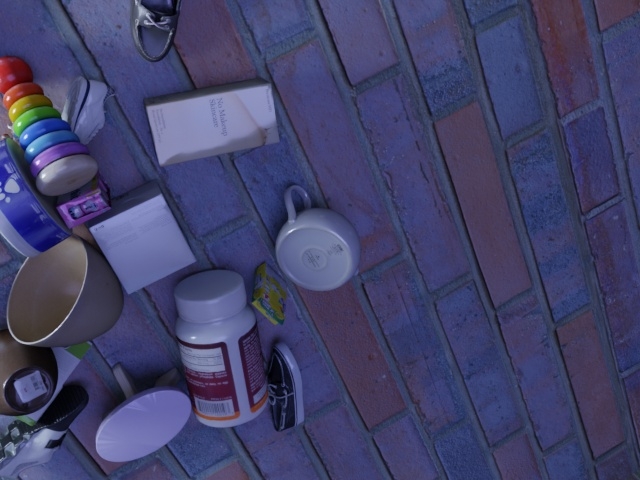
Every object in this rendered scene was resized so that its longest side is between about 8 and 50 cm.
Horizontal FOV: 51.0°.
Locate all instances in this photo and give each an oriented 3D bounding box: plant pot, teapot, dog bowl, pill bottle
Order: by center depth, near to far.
[{"bbox_3d":[-0.686,-0.097,1.535,0.104,0.265,0.264,-31,117,-8],"label":"dog bowl"},{"bbox_3d":[-0.721,0.332,1.607,0.216,0.230,0.215,-1,92,-34],"label":"plant pot"},{"bbox_3d":[-0.609,0.144,1.677,0.284,0.284,0.191,-50,140,4],"label":"plant pot"},{"bbox_3d":[-0.277,0.295,1.854,0.224,0.224,0.391,-12,114,-14],"label":"pill bottle"},{"bbox_3d":[0.000,0.000,1.864,0.253,0.187,0.255,16,125,4],"label":"teapot"}]

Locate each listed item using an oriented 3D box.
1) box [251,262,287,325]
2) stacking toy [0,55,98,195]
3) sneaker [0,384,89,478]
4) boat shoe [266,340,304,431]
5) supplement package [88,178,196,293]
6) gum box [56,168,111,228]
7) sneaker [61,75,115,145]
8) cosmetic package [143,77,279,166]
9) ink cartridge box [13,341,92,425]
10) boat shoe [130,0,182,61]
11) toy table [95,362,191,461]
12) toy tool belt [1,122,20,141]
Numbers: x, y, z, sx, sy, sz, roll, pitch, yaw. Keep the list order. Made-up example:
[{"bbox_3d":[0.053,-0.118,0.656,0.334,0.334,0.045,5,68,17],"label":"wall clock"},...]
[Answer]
[{"bbox_3d":[-0.141,0.155,1.871,0.043,0.179,0.105,-33,119,18],"label":"box"},{"bbox_3d":[-0.634,-0.272,1.507,0.141,0.141,0.330,-29,83,-7],"label":"stacking toy"},{"bbox_3d":[-0.761,0.531,1.852,0.331,0.122,0.146,-36,135,-4],"label":"sneaker"},{"bbox_3d":[-0.124,0.448,2.029,0.105,0.113,0.306,-21,126,-27],"label":"boat shoe"},{"bbox_3d":[-0.455,-0.013,1.712,0.194,0.149,0.203,-26,117,-8],"label":"supplement package"},{"bbox_3d":[-0.569,-0.102,1.616,0.107,0.188,0.062,-27,116,-7],"label":"gum box"},{"bbox_3d":[-0.573,-0.273,1.612,0.095,0.090,0.235,10,116,-47],"label":"sneaker"},{"bbox_3d":[-0.273,-0.300,1.686,0.310,0.113,0.160,-14,114,-12],"label":"cosmetic package"},{"bbox_3d":[-0.765,0.328,1.775,0.189,0.097,0.255,44,68,-27],"label":"ink cartridge box"},{"bbox_3d":[-0.373,-0.579,1.550,0.112,0.095,0.334,7,108,-21],"label":"boat shoe"},{"bbox_3d":[-0.502,0.475,1.882,0.275,0.161,0.252,-23,116,-10],"label":"toy table"},{"bbox_3d":[-0.713,-0.261,1.589,0.083,0.052,0.051,-9,82,-19],"label":"toy tool belt"}]
